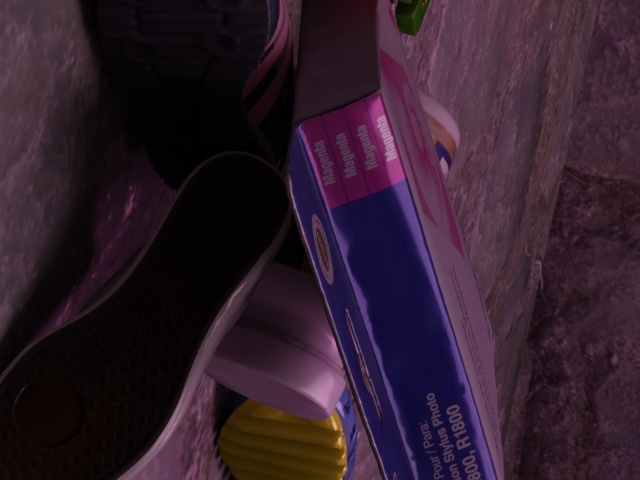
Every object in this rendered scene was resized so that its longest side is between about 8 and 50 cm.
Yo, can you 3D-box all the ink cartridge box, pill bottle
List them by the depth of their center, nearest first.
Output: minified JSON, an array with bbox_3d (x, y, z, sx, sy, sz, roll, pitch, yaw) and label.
[{"bbox_3d":[0.058,0.018,1.230,0.330,0.071,0.324,-89,162,-62],"label":"ink cartridge box"},{"bbox_3d":[0.000,0.000,1.460,0.153,0.153,0.265,66,44,-69],"label":"pill bottle"}]

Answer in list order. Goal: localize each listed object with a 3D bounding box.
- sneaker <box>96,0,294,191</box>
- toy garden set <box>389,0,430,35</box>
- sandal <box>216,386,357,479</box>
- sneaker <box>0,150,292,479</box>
[{"bbox_3d":[-0.073,-0.149,1.147,0.319,0.112,0.131,91,7,-63],"label":"sneaker"},{"bbox_3d":[0.054,-0.241,1.575,0.244,0.049,0.204,69,40,-69],"label":"toy garden set"},{"bbox_3d":[-0.020,0.183,1.709,0.317,0.126,0.138,100,11,-61],"label":"sandal"},{"bbox_3d":[-0.119,0.079,1.172,0.290,0.106,0.123,-49,175,-16],"label":"sneaker"}]
